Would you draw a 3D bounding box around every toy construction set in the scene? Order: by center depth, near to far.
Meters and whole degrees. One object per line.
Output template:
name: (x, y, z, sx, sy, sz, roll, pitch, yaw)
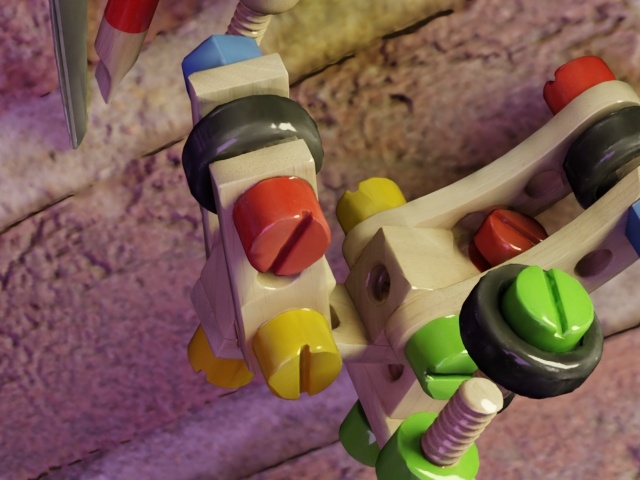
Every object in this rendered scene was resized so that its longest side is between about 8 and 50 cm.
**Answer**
toy construction set: (0.000, 0.000, 0.804, 0.309, 0.257, 0.237, 46, 135, 18)

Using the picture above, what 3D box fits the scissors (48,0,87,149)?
scissors: (-0.135, -0.167, 0.827, 0.021, 0.109, 0.297, 40, 128, 32)
